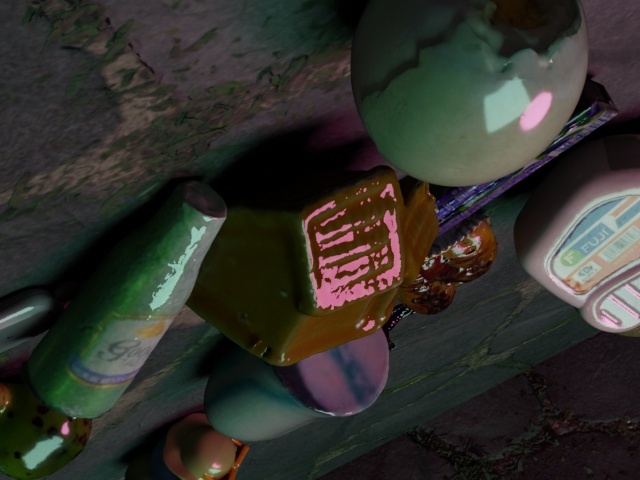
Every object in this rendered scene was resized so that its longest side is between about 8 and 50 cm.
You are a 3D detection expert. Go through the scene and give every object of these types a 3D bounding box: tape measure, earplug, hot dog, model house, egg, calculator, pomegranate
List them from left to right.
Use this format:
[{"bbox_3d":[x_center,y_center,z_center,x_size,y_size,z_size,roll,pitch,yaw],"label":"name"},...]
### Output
[{"bbox_3d":[-0.314,0.085,1.387,0.166,0.024,0.103,-27,164,-1],"label":"calculator"},{"bbox_3d":[-0.340,0.212,1.569,0.143,0.122,0.169,-1,175,20],"label":"pomegranate"},{"bbox_3d":[-0.068,0.195,1.887,0.185,0.185,0.324,-14,166,-37],"label":"earplug"},{"bbox_3d":[0.005,-0.007,1.379,0.268,0.173,0.239,-22,157,-35],"label":"model house"},{"bbox_3d":[0.170,0.030,1.870,0.163,0.082,0.270,-28,163,1],"label":"hot dog"},{"bbox_3d":[0.110,-0.130,1.080,0.183,0.183,0.217,-18,155,-27],"label":"egg"},{"bbox_3d":[0.409,-0.018,1.816,0.265,0.130,0.258,35,121,-22],"label":"tape measure"}]

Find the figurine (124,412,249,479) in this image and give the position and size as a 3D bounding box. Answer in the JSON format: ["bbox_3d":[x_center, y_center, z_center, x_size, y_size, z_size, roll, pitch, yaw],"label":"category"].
[{"bbox_3d":[-0.220,0.366,2.251,0.180,0.154,0.262,-28,-176,-27],"label":"figurine"}]

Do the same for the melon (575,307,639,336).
[{"bbox_3d":[0.493,0.019,2.048,0.249,0.248,0.329,-18,164,-27],"label":"melon"}]

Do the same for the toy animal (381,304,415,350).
[{"bbox_3d":[0.092,0.144,2.170,0.220,0.062,0.108,-29,-178,7],"label":"toy animal"}]

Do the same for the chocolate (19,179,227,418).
[{"bbox_3d":[-0.183,0.055,1.344,0.110,0.110,0.291,-8,145,-48],"label":"chocolate"}]

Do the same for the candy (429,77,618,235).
[{"bbox_3d":[0.192,-0.086,1.573,0.312,0.061,0.088,-35,161,25],"label":"candy"}]
